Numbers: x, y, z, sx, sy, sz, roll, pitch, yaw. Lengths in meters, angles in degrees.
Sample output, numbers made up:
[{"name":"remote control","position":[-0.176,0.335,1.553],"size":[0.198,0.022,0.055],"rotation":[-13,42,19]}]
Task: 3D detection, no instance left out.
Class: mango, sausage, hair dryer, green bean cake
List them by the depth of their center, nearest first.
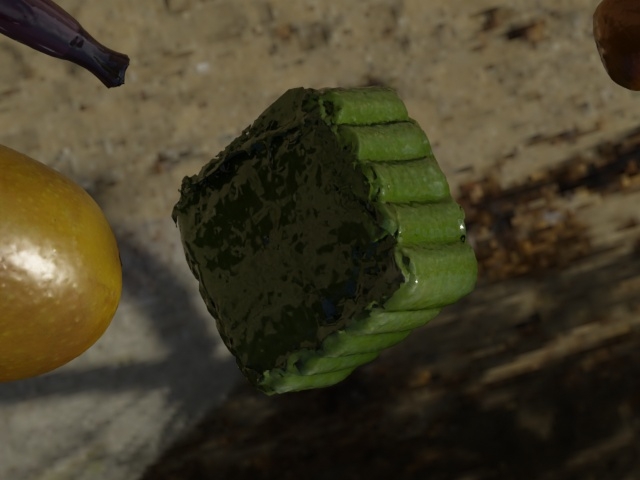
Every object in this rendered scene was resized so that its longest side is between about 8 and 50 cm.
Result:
[{"name":"hair dryer","position":[-0.148,-0.113,0.745],"size":[0.154,0.054,0.106],"rotation":[28,-178,-24]},{"name":"mango","position":[-0.199,-0.003,0.762],"size":[0.227,0.099,0.136],"rotation":[16,151,-3]},{"name":"sausage","position":[0.328,-0.178,1.329],"size":[0.238,0.098,0.098],"rotation":[-10,175,30]},{"name":"green bean cake","position":[0.000,0.000,1.332],"size":[0.113,0.200,0.214],"rotation":[1,146,-49]}]
